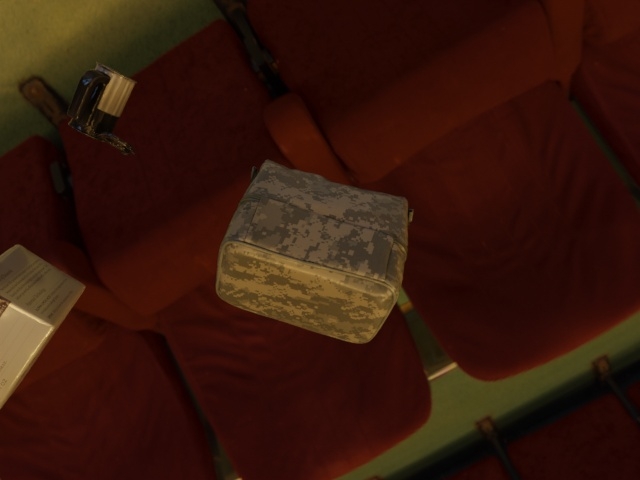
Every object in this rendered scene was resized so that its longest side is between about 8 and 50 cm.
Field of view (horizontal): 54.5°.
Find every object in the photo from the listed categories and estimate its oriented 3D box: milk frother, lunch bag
[{"bbox_3d":[-0.394,-0.250,1.192,0.143,0.129,0.134,26,98,-9],"label":"milk frother"},{"bbox_3d":[0.000,0.000,1.058,0.305,0.256,0.212,16,144,-1],"label":"lunch bag"}]

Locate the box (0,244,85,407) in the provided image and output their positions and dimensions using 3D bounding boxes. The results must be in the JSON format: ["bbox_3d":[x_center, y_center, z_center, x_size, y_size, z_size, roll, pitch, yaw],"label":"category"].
[{"bbox_3d":[-0.439,0.126,0.854,0.119,0.182,0.181,34,97,-14],"label":"box"}]
